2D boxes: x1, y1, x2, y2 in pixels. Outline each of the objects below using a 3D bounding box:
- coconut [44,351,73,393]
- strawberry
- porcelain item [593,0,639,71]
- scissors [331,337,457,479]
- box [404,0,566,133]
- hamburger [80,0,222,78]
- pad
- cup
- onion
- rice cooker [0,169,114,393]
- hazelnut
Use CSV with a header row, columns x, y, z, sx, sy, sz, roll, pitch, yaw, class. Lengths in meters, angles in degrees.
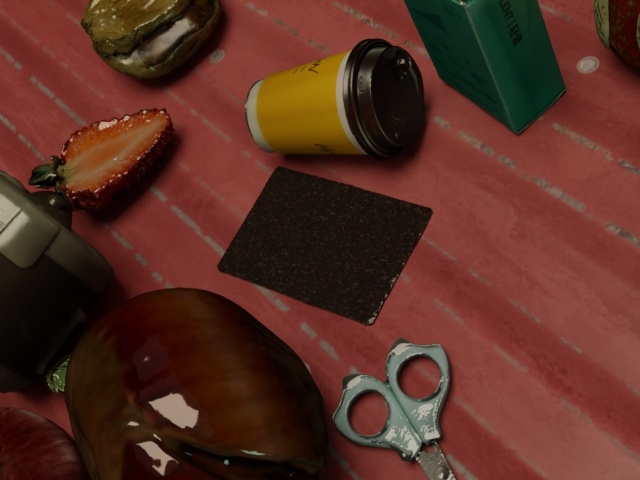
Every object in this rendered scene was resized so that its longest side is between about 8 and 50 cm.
x,y,z,sx,sy,sz,roll,pitch,yaw,class
-0.366,0.221,1.705,0.158,0.055,0.133,26,73,36,coconut
-0.393,-0.136,1.921,0.286,0.106,0.188,-27,49,-7,strawberry
0.514,-0.371,1.502,0.253,0.253,0.253,-14,55,20,porcelain item
0.149,0.293,1.400,0.191,0.029,0.360,-34,50,3,scissors
0.239,-0.330,1.567,0.118,0.311,0.205,-43,50,-5,box
-0.334,-0.447,2.070,0.265,0.134,0.285,-41,43,3,hamburger
0.000,0.000,1.684,0.330,0.004,0.220,18,70,35,pad
0.021,-0.222,1.708,0.279,0.196,0.196,-4,59,35,cup
-0.512,0.409,1.521,0.347,0.285,0.348,-7,66,16,onion
-0.535,0.057,1.744,0.335,0.335,0.325,27,76,38,rice cooker
-0.168,0.251,1.403,0.359,0.359,0.409,-39,58,0,hazelnut
